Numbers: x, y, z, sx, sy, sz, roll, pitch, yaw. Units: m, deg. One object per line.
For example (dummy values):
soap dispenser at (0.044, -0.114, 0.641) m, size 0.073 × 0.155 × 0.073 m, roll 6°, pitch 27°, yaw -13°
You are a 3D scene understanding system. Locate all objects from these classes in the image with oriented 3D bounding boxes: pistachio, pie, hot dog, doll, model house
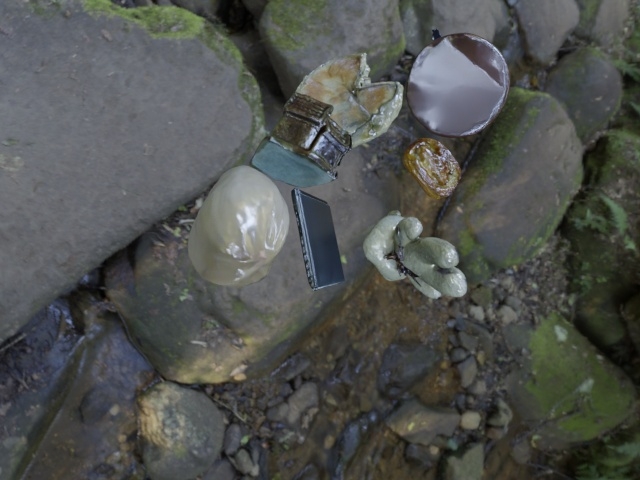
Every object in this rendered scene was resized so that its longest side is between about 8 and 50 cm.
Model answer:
pistachio at (-0.182, -0.039, 1.180) m, size 0.208 × 0.226 × 0.331 m, roll 66°, pitch 20°, yaw -50°
pie at (0.053, -0.374, 1.424) m, size 0.337 × 0.337 × 0.075 m, roll -58°, pitch 149°, yaw -17°
hot dog at (0.248, -0.157, 1.160) m, size 0.099 × 0.065 × 0.147 m, roll -41°, pitch 103°, yaw -6°
doll at (0.192, 0.035, 1.124) m, size 0.149 × 0.278 × 0.175 m, roll 2°, pitch 100°, yaw -29°
model house at (-0.022, -0.179, 0.914) m, size 0.106 × 0.165 × 0.152 m, roll 102°, pitch 14°, yaw -67°

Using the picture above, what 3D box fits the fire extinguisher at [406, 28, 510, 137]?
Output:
fire extinguisher at (0.180, -0.233, 0.725) m, size 0.135 × 0.114 × 0.337 m, roll 67°, pitch 19°, yaw -13°

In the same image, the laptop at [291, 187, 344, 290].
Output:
laptop at (0.000, 0.000, 0.715) m, size 0.180 × 0.016 × 0.129 m, roll 6°, pitch 73°, yaw -76°
